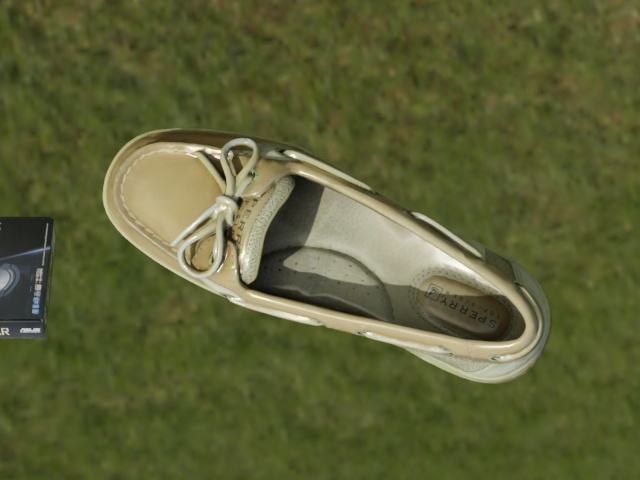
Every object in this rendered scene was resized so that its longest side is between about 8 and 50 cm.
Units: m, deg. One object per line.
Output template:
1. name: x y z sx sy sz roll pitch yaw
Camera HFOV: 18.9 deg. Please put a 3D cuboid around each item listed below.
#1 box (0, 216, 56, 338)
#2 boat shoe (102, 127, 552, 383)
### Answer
1. box: -0.199 0.022 1.180 0.067 0.083 0.018 1 141 0
2. boat shoe: 0.000 0.002 0.605 0.153 0.056 0.048 26 177 11
